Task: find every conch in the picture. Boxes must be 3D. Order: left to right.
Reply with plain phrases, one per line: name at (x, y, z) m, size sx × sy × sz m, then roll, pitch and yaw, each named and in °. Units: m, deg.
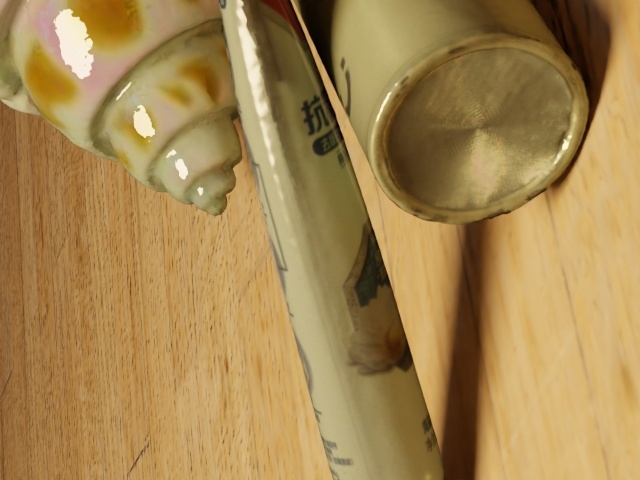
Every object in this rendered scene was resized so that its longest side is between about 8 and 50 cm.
conch at (-0.128, -0.187, 0.841) m, size 0.249 × 0.197 × 0.368 m, roll 12°, pitch -106°, yaw -73°

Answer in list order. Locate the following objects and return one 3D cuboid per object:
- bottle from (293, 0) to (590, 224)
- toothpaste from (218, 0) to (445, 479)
bottle at (0.025, -0.093, 0.574) m, size 0.201 × 0.072 × 0.072 m, roll -112°, pitch 32°, yaw -49°
toothpaste at (0.000, 0.000, 0.553) m, size 0.062 × 0.039 × 0.239 m, roll -90°, pitch -16°, yaw -76°
